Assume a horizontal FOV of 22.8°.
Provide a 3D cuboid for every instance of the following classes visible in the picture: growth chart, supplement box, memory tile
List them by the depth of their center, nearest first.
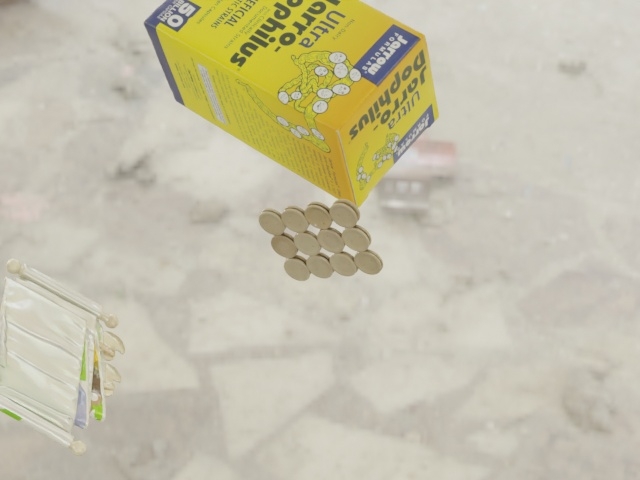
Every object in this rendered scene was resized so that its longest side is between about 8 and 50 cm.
[{"bbox_3d":[-0.281,0.120,1.669,0.172,0.021,0.237,38,29,-23],"label":"growth chart"},{"bbox_3d":[0.000,0.000,1.938,0.148,0.113,0.012,-5,36,37],"label":"memory tile"},{"bbox_3d":[-0.038,-0.240,2.227,0.356,0.195,0.194,31,69,26],"label":"supplement box"}]
